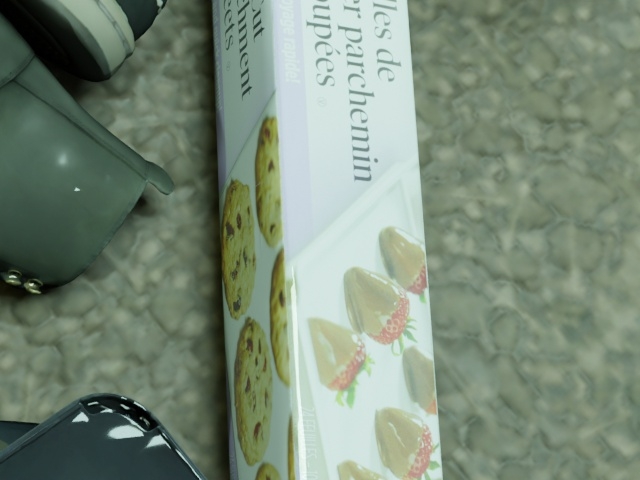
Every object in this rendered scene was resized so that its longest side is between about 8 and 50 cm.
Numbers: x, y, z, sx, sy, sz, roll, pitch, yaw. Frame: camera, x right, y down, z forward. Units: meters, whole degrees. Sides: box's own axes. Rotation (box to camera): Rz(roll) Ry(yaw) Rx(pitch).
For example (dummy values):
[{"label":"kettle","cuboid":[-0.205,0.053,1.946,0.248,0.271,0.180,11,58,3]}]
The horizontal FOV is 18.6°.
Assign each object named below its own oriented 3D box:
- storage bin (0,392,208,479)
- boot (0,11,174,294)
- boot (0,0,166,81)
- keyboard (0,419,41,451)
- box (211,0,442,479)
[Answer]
[{"label":"storage bin","cuboid":[-0.067,0.158,0.646,0.122,0.084,0.180,-35,81,-38]},{"label":"boot","cuboid":[-0.169,0.001,0.775,0.137,0.077,0.198,41,106,-20]},{"label":"boot","cuboid":[-0.120,-0.277,0.822,0.284,0.138,0.377,-39,72,-10]},{"label":"keyboard","cuboid":[-0.207,0.086,0.765,0.192,0.038,0.100,3,74,0]},{"label":"box","cuboid":[0.000,0.000,0.757,0.063,0.067,0.324,7,70,-26]}]
